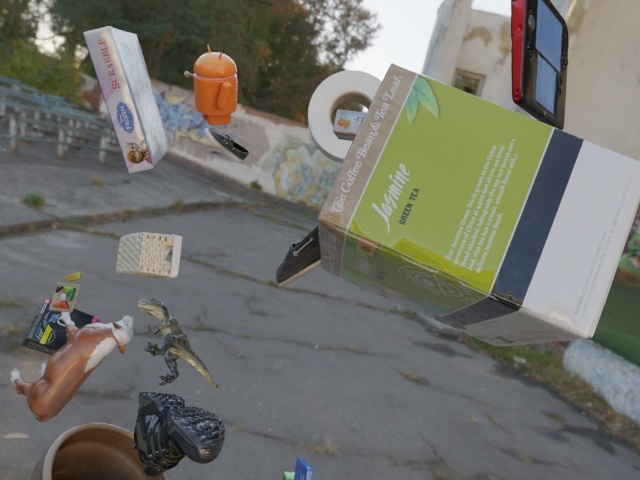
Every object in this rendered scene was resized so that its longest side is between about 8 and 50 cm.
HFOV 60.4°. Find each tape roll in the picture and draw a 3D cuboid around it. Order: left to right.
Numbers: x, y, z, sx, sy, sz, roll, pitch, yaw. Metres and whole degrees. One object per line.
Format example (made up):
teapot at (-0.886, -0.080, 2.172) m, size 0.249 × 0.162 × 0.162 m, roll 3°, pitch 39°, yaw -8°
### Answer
tape roll at (0.102, -0.390, 1.756) m, size 0.286 × 0.286 × 0.100 m, roll 14°, pitch -1°, yaw 0°

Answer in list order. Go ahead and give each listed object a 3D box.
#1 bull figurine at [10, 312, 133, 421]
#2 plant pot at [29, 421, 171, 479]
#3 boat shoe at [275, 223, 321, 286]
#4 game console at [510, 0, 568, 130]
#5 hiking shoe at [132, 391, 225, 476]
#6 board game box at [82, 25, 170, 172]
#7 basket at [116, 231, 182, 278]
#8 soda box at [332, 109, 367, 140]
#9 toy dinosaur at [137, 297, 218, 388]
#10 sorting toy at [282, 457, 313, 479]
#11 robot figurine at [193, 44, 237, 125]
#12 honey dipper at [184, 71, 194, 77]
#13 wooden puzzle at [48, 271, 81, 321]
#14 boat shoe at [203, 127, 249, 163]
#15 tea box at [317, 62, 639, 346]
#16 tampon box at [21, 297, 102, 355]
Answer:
bull figurine at (-0.600, 0.281, 1.337) m, size 0.188 × 0.310 × 0.101 m, roll 25°, pitch -23°, yaw 34°
plant pot at (-0.434, 0.502, 0.983) m, size 0.263 × 0.229 × 0.263 m, roll 43°, pitch 12°, yaw -12°
boat shoe at (0.000, 0.000, 1.229) m, size 0.335 × 0.096 × 0.112 m, roll -34°, pitch -5°, yaw 40°
game console at (0.636, -0.514, 1.572) m, size 0.060 × 0.342 × 0.386 m, roll -3°, pitch -6°, yaw 39°
hiking shoe at (-0.223, 0.312, 0.847) m, size 0.086 × 0.114 × 0.226 m, roll 17°, pitch -7°, yaw -37°
board game box at (-0.470, -0.354, 1.374) m, size 0.065 × 0.319 × 0.318 m, roll -13°, pitch 18°, yaw -3°
basket at (-0.446, 0.038, 1.420) m, size 0.103 × 0.114 × 0.167 m, roll 12°, pitch -11°, yaw -41°
soda box at (0.126, -0.268, 1.321) m, size 0.183 × 0.058 × 0.063 m, roll 12°, pitch -5°, yaw 18°
toy dinosaur at (-0.322, 0.243, 1.204) m, size 0.064 × 0.268 × 0.118 m, roll -30°, pitch 8°, yaw 28°
sorting toy at (-0.032, 0.541, 0.895) m, size 0.047 × 0.348 × 0.196 m, roll 11°, pitch -22°, yaw -18°
robot figurine at (-0.306, -0.451, 1.611) m, size 0.128 × 0.220 × 0.158 m, roll 8°, pitch 33°, yaw 5°
honey dipper at (-0.373, -0.511, 1.737) m, size 0.030 × 0.031 × 0.160 m, roll 17°, pitch 14°, yaw 24°
wooden puzzle at (-0.599, 0.131, 1.281) m, size 0.078 × 0.117 × 0.014 m, roll -5°, pitch -22°, yaw 17°
boat shoe at (-0.240, -0.252, 1.414) m, size 0.142 × 0.040 × 0.049 m, roll 37°, pitch 22°, yaw -47°
tea box at (0.183, -0.019, 0.758) m, size 0.323 × 0.220 × 0.329 m, roll 24°, pitch -11°, yaw 7°
tampon box at (-0.713, 0.252, 1.518) m, size 0.161 × 0.121 × 0.101 m, roll 27°, pitch -33°, yaw -25°
